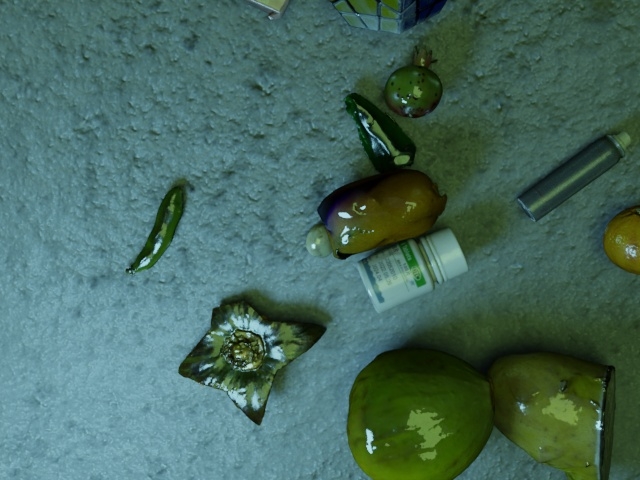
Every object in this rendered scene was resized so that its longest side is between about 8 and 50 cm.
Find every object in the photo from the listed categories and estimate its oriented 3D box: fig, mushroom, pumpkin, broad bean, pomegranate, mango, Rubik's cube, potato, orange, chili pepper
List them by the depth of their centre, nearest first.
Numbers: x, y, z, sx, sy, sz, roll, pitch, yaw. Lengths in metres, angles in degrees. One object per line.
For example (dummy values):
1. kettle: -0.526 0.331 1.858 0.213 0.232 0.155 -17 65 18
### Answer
1. Rubik's cube: 0.140 -0.584 1.474 0.319 0.319 0.264 -42 73 8
2. pomegranate: 0.206 -0.346 1.611 0.129 0.159 0.129 3 146 2
3. mango: 0.140 -0.068 1.630 0.287 0.201 0.152 -16 78 -9
4. chili pepper: 0.127 -0.245 1.653 0.108 0.062 0.216 -40 98 7
5. fig: 0.235 0.404 1.656 0.343 0.343 0.343 0 102 -1
6. orange: 0.742 -0.002 1.657 0.177 0.177 0.155 5 120 -2
7. mushroom: 0.000 0.000 1.700 0.083 0.067 0.083 -10 104 -43
8. broad bean: -0.377 -0.016 1.701 0.065 0.046 0.254 31 101 6
9. pumpkin: -0.170 0.266 1.743 0.258 0.095 0.290 32 91 5
10. potato: 0.555 0.421 1.754 0.296 0.290 0.397 6 145 26

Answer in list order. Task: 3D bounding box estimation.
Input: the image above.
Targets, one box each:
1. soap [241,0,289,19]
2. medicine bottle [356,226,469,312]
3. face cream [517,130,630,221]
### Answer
1. soap: -0.170 -0.607 1.550 0.273 0.098 0.218 22 95 -8
2. medicine bottle: 0.214 0.065 1.682 0.237 0.139 0.139 -24 102 6
3. face cream: 0.591 -0.153 1.674 0.283 0.073 0.073 -37 100 7
